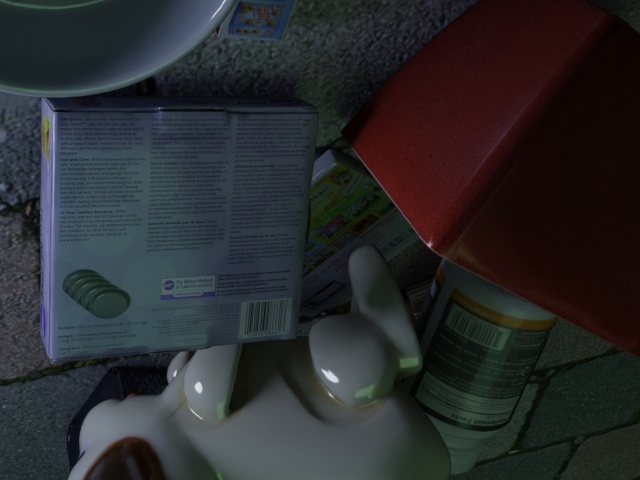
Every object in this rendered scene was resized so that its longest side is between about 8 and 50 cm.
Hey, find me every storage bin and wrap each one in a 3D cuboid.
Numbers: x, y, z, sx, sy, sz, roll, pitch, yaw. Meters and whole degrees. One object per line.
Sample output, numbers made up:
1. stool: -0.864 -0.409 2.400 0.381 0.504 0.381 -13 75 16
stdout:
1. storage bin: -0.258 0.259 1.317 0.084 0.122 0.180 9 136 -36

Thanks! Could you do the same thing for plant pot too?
1. plant pot: 0.221 -0.093 0.940 0.267 0.267 0.236 26 107 -28

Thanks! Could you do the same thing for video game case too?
1. video game case: 0.000 0.000 1.179 0.227 0.026 0.206 -38 142 25

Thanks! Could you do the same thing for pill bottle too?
1. pill bottle: 0.191 0.154 1.298 0.162 0.162 0.279 3 120 -29

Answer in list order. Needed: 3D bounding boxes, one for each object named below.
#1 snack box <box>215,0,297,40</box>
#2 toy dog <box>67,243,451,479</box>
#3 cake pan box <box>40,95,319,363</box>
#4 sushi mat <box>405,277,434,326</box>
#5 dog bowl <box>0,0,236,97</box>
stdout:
1. snack box: -0.037 -0.242 0.834 0.064 0.022 0.178 -2 141 -25
2. toy dog: -0.085 0.247 1.139 0.407 0.396 0.285 -16 158 -14
3. cake pan box: -0.132 -0.016 0.962 0.266 0.070 0.246 -4 114 -22
4. sushi mat: 0.273 0.052 1.388 0.316 0.019 0.151 -22 146 3
5. dog bowl: -0.185 -0.231 0.705 0.264 0.104 0.265 -13 145 -9
